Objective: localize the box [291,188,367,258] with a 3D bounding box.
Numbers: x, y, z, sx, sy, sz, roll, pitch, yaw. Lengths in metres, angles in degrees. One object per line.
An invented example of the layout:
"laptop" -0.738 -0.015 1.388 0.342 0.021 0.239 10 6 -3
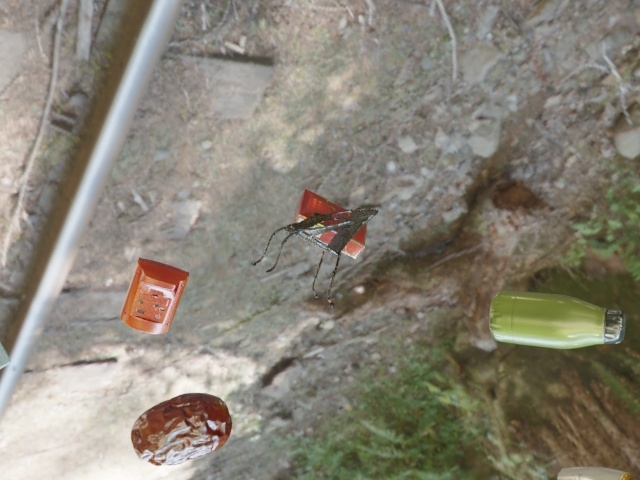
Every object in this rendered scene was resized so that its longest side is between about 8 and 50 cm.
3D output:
"box" 0.024 -0.040 1.814 0.175 0.112 0.048 26 125 -13

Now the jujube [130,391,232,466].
"jujube" -0.349 0.476 1.965 0.250 0.174 0.174 -15 149 0

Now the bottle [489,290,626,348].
"bottle" 0.486 0.166 1.592 0.260 0.112 0.112 3 161 28

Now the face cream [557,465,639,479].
"face cream" 0.538 0.471 1.485 0.051 0.072 0.182 6 170 -32

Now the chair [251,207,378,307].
"chair" 0.000 0.000 1.442 0.149 0.174 0.213 34 85 -16

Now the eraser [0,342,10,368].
"eraser" -0.599 0.127 1.245 0.052 0.225 0.095 -26 -175 36

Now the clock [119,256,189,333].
"clock" -0.359 0.125 1.662 0.113 0.061 0.155 17 119 -13
